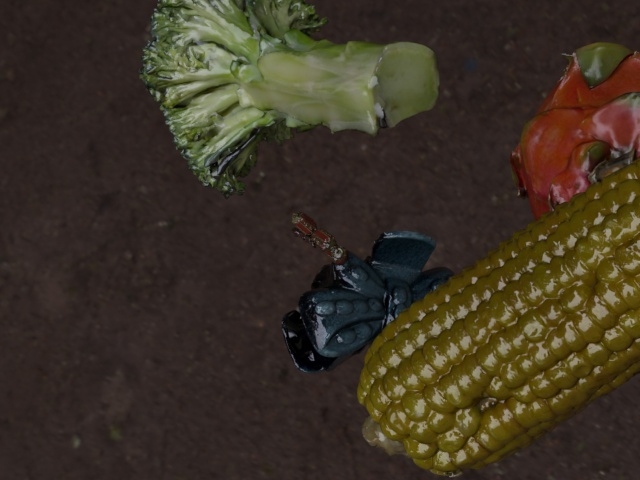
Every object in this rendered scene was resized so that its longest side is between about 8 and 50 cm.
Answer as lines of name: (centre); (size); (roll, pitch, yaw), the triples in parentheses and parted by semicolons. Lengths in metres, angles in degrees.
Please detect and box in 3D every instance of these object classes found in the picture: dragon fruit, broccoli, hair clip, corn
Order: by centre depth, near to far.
corn: (0.148, 0.042, 0.715); (0.322, 0.119, 0.119); (-35, 51, 23)
dragon fruit: (0.289, -0.073, 1.126); (0.224, 0.224, 0.227); (-29, 31, 23)
broccoli: (-0.034, -0.201, 1.301); (0.361, 0.221, 0.252); (-15, 75, 46)
hair clip: (0.101, 0.112, 1.810); (0.194, 0.310, 0.206); (130, 148, -58)

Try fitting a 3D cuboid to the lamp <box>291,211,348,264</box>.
lamp: (0.000, 0.000, 1.440); (0.083, 0.063, 0.031); (38, 88, 10)
